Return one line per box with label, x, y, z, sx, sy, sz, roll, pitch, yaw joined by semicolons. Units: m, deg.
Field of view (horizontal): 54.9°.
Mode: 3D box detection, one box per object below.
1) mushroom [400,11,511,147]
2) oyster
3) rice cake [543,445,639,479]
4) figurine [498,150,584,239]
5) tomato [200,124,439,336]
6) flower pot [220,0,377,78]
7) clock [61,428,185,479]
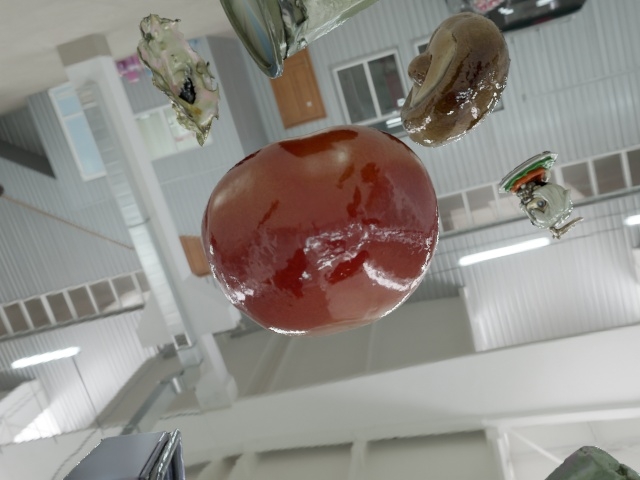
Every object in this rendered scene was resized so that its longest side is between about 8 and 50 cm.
mushroom;0.243;-0.290;1.125;0.154;0.253;0.253;20;-175;-15
oyster;-0.241;-0.274;1.037;0.072;0.209;0.132;-12;-135;39
rice cake;0.190;0.266;0.511;0.211;0.038;0.124;-44;-160;-4
figurine;0.433;-0.076;1.168;0.132;0.153;0.132;-27;164;-9
tomato;0.000;0.000;0.749;0.299;0.226;0.298;-15;171;-2
flower pot;-0.019;-0.335;0.731;0.203;0.212;0.212;-31;-165;-6
clock;-0.142;0.235;0.470;0.073;0.144;0.193;-6;175;-9
